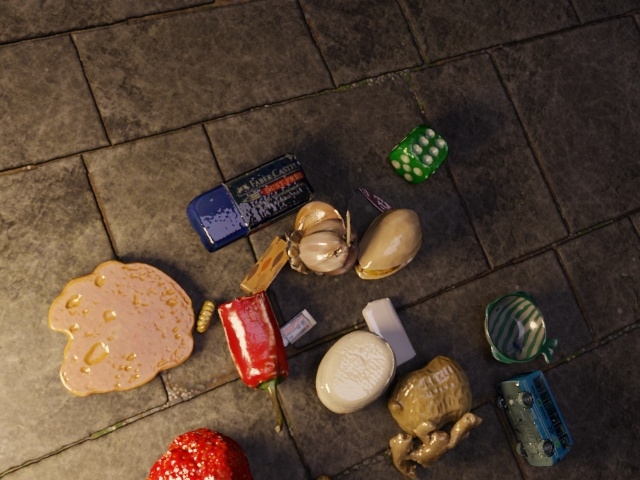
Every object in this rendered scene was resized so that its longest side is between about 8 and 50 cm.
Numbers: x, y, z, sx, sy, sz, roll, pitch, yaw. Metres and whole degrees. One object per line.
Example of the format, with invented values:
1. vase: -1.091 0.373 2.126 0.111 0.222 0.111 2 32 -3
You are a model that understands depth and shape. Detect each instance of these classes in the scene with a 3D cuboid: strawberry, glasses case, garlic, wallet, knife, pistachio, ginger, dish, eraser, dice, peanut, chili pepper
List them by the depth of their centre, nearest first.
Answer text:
1. strawberry: -0.259 0.553 1.495 0.257 0.277 0.257 4 79 -20
2. chili pepper: -0.144 0.301 1.671 0.135 0.131 0.338 -15 78 -36
3. ginger: 0.289 0.508 1.728 0.259 0.065 0.149 -37 120 13
4. garlic: 0.000 0.000 1.739 0.207 0.256 0.207 1 78 -4
5. eraser: -0.072 0.235 1.768 0.122 0.029 0.052 -38 91 -23
6. eraser: -0.180 -0.105 1.779 0.332 0.101 0.155 -28 86 -24
7. glasses case: -0.138 0.074 1.782 0.065 0.041 0.170 34 68 4
8. peanut: 0.293 0.419 1.798 0.233 0.110 0.196 -20 100 -21
9. wallet: 0.185 0.250 1.852 0.095 0.033 0.190 -25 86 -24
10. pistachio: 0.186 0.009 1.852 0.157 0.157 0.229 45 72 -3
11. knife: 0.207 -0.077 1.950 0.247 0.018 0.035 41 70 -4
12. dish: 0.561 0.264 1.952 0.246 0.078 0.224 33 69 -8
13. dice: 0.288 -0.251 1.967 0.131 0.120 0.128 46 66 -5

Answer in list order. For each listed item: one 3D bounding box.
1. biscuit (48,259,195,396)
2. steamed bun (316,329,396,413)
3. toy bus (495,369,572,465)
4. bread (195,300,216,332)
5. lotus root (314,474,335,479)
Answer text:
1. biscuit: -0.481 0.205 1.621 0.351 0.057 0.312 -32 88 -24
2. steamed bun: 0.086 0.343 1.740 0.177 0.130 0.228 40 69 5
3. toy bus: 0.600 0.494 1.889 0.134 0.113 0.246 -19 81 -28
4. bread: -0.289 0.189 1.696 0.034 0.049 0.088 21 72 -5
5. lotus root: -0.039 0.675 1.602 0.074 0.170 0.261 49 62 -6
